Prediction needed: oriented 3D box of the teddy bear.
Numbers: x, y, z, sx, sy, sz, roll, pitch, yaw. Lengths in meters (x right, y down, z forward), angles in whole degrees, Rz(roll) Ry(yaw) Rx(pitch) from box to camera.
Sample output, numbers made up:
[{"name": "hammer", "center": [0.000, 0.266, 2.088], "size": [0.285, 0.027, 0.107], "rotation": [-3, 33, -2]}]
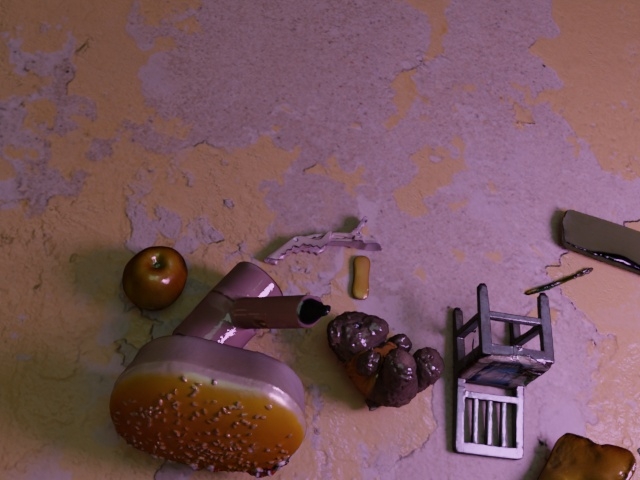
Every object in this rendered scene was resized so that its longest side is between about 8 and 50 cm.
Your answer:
[{"name": "teddy bear", "center": [0.094, 0.198, 1.317], "size": [0.190, 0.140, 0.177], "rotation": [49, 23, 20]}]

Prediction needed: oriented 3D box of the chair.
[{"name": "chair", "center": [0.315, 0.228, 1.338], "size": [0.136, 0.147, 0.270], "rotation": [10, 63, -9]}]

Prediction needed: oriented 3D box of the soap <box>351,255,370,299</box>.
[{"name": "soap", "center": [0.075, 0.069, 1.426], "size": [0.034, 0.012, 0.089], "rotation": [10, 64, -8]}]

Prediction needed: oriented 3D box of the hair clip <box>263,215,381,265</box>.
[{"name": "hair clip", "center": [0.000, 0.000, 1.429], "size": [0.226, 0.034, 0.072], "rotation": [-8, 65, -15]}]

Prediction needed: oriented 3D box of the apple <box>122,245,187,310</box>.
[{"name": "apple", "center": [-0.275, 0.063, 1.296], "size": [0.114, 0.102, 0.099], "rotation": [-34, 76, -25]}]

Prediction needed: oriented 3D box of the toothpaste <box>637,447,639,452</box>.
[{"name": "toothpaste", "center": [0.717, 0.329, 1.443], "size": [0.301, 0.048, 0.075], "rotation": [-36, 106, -18]}]

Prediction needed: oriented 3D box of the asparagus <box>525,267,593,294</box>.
[{"name": "asparagus", "center": [0.473, 0.081, 1.516], "size": [0.166, 0.013, 0.016], "rotation": [-17, 82, -19]}]

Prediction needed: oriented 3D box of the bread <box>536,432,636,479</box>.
[{"name": "bread", "center": [0.427, 0.441, 1.272], "size": [0.088, 0.161, 0.233], "rotation": [44, 68, -42]}]

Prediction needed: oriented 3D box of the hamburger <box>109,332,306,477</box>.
[{"name": "hamburger", "center": [-0.165, 0.257, 1.168], "size": [0.295, 0.227, 0.151], "rotation": [16, 48, -3]}]

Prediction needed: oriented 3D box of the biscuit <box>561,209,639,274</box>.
[{"name": "biscuit", "center": [0.635, 0.023, 1.566], "size": [0.322, 0.038, 0.099], "rotation": [17, 60, -4]}]

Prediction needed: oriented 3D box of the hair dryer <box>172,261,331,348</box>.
[{"name": "hair dryer", "center": [-0.095, 0.120, 1.189], "size": [0.107, 0.344, 0.189], "rotation": [51, 61, -16]}]
